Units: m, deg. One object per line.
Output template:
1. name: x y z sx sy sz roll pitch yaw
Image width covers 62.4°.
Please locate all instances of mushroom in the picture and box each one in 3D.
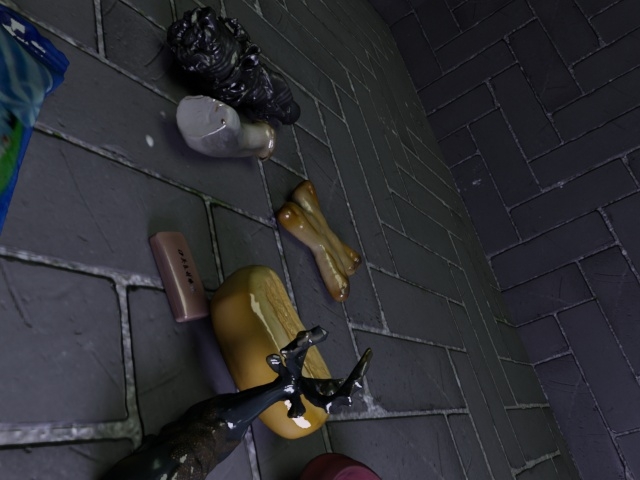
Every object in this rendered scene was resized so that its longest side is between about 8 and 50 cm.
1. mushroom: -0.143 -0.171 0.849 0.081 0.092 0.223 50 14 15

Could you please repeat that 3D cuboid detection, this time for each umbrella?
1. umbrella: -0.125 -0.286 0.960 0.336 0.128 0.154 32 36 -52

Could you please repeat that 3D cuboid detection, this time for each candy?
1. candy: -0.333 -0.140 0.470 0.187 0.077 0.331 43 29 -39

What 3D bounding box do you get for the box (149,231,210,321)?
1. box: -0.172 0.043 0.648 0.048 0.025 0.115 5 60 -63

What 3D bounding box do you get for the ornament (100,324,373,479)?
1. ornament: -0.068 0.159 0.479 0.080 0.236 0.202 57 24 4

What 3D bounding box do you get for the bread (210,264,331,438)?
1. bread: -0.066 0.140 0.658 0.217 0.098 0.147 62 7 -1

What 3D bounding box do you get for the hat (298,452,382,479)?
1. hat: 0.024 0.357 0.627 0.205 0.089 0.205 38 33 -31

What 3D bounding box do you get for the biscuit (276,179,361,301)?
1. biscuit: 0.000 0.000 0.991 0.208 0.047 0.164 55 25 -14
